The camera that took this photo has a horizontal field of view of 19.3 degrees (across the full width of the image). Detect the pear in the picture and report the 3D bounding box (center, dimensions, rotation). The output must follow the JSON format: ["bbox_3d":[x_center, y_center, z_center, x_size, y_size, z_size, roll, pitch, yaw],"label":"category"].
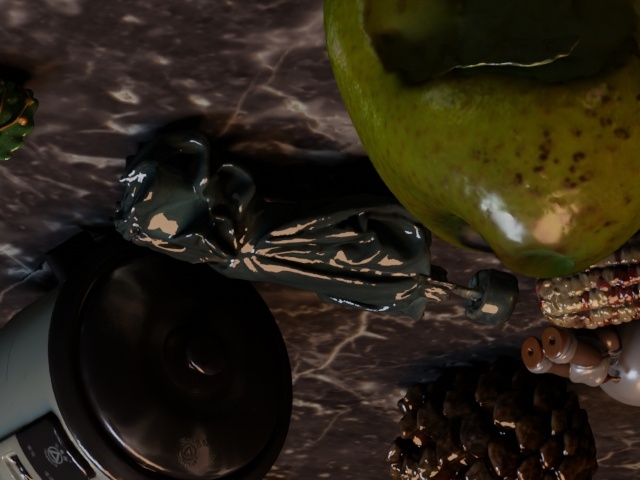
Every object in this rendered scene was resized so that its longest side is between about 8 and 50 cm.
[{"bbox_3d":[0.104,-0.099,1.199,0.238,0.255,0.164,-7,153,22],"label":"pear"}]

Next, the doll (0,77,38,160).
[{"bbox_3d":[-0.264,-0.110,1.384,0.078,0.076,0.113,-41,107,16],"label":"doll"}]

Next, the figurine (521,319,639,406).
[{"bbox_3d":[0.270,0.098,1.722,0.197,0.093,0.147,19,148,-34],"label":"figurine"}]

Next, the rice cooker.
[{"bbox_3d":[-0.157,0.127,1.617,0.241,0.280,0.227,-33,-177,-43],"label":"rice cooker"}]

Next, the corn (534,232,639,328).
[{"bbox_3d":[0.301,0.021,1.611,0.237,0.079,0.079,-15,149,16],"label":"corn"}]

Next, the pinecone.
[{"bbox_3d":[0.169,0.214,1.844,0.205,0.184,0.179,1,135,14],"label":"pinecone"}]

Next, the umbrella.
[{"bbox_3d":[0.000,-0.002,1.532,0.349,0.094,0.143,14,167,-15],"label":"umbrella"}]
